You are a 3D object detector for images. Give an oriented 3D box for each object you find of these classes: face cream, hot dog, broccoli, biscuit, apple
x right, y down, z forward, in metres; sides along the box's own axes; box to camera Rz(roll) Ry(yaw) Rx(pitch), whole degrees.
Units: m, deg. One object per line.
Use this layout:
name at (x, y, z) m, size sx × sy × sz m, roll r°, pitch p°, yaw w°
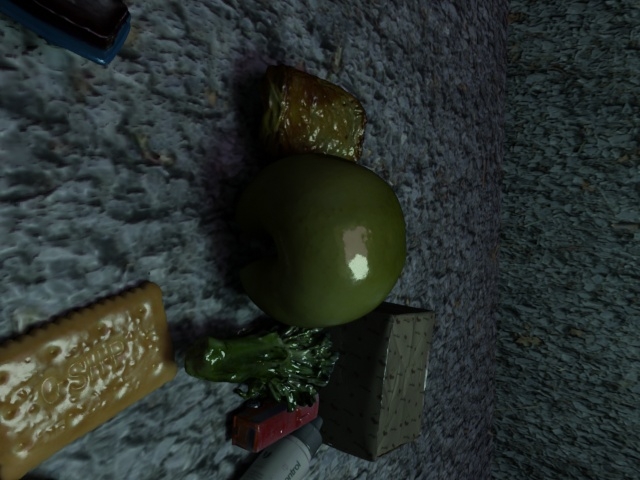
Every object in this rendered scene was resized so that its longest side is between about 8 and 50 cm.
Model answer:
face cream at (-0.086, 0.430, 0.896) m, size 0.311 × 0.092 × 0.092 m, roll -38°, pitch 125°, yaw -48°
hot dog at (-0.030, -0.214, 0.876) m, size 0.259 × 0.114 × 0.175 m, roll 5°, pitch 95°, yaw -51°
broccoli at (-0.095, 0.191, 0.787) m, size 0.304 × 0.146 × 0.164 m, roll 26°, pitch 77°, yaw -56°
biscuit at (-0.288, 0.163, 0.615) m, size 0.250 × 0.030 × 0.160 m, roll -26°, pitch 115°, yaw -52°
apple at (0.000, 0.000, 0.813) m, size 0.254 × 0.292 × 0.291 m, roll -9°, pitch 103°, yaw -35°

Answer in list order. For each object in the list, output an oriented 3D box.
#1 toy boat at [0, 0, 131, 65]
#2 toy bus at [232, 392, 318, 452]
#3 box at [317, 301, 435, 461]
toy boat at (-0.298, -0.268, 0.490) m, size 0.223 × 0.097 × 0.100 m, roll 33°, pitch 70°, yaw -35°
toy bus at (-0.078, 0.321, 0.905) m, size 0.192 × 0.077 × 0.065 m, roll -6°, pitch 102°, yaw -54°
box at (0.112, 0.281, 1.080) m, size 0.225 × 0.191 × 0.296 m, roll 8°, pitch 87°, yaw -54°
